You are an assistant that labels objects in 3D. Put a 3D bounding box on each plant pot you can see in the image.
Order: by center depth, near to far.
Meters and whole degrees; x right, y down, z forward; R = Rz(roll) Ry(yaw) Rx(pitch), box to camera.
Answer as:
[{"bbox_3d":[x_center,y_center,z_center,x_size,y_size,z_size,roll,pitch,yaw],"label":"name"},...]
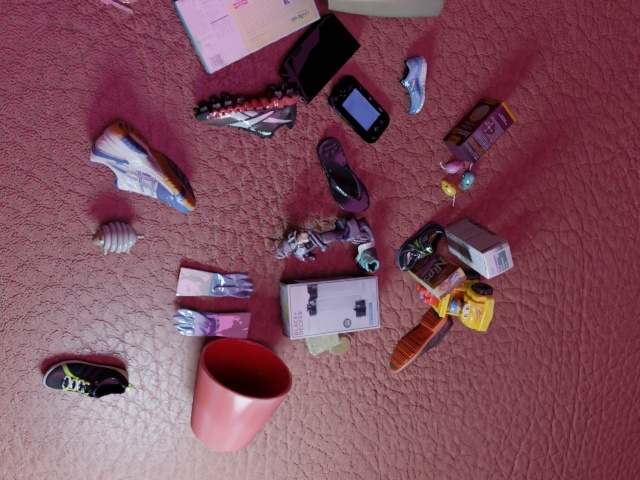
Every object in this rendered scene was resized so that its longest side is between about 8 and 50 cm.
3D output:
[{"bbox_3d":[0.143,-0.665,1.574,0.274,0.256,0.256,-11,114,-1],"label":"plant pot"},{"bbox_3d":[-0.251,0.459,1.845,0.275,0.275,0.243,13,114,-25],"label":"plant pot"}]

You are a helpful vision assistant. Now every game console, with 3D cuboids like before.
[{"bbox_3d":[0.066,-0.422,1.734,0.213,0.044,0.361,-48,120,2],"label":"game console"}]

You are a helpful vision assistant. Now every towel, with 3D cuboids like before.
[{"bbox_3d":[-0.003,0.277,1.977,0.110,0.027,0.148,-22,105,-10],"label":"towel"}]

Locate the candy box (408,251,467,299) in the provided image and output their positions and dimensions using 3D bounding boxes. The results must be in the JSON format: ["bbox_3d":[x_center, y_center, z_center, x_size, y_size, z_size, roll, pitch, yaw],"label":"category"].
[{"bbox_3d":[0.357,0.099,1.969,0.109,0.187,0.053,-40,119,-3],"label":"candy box"}]

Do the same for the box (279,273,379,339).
[{"bbox_3d":[0.028,0.196,1.912,0.290,0.087,0.169,-3,94,-20],"label":"box"}]

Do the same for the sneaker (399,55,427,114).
[{"bbox_3d":[0.260,-0.440,1.804,0.073,0.063,0.162,-1,107,-2],"label":"sneaker"}]

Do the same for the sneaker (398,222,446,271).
[{"bbox_3d":[0.316,0.022,1.985,0.188,0.078,0.067,-45,119,1],"label":"sneaker"}]

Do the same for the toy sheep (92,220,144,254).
[{"bbox_3d":[-0.524,-0.007,1.644,0.132,0.091,0.091,-8,113,-34],"label":"toy sheep"}]

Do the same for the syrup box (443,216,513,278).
[{"bbox_3d":[0.485,0.019,1.960,0.096,0.237,0.093,-26,117,-10],"label":"syrup box"}]

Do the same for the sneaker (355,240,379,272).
[{"bbox_3d":[0.144,0.068,1.905,0.065,0.076,0.166,-18,154,-4],"label":"sneaker"}]

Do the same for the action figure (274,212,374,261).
[{"bbox_3d":[0.000,0.000,1.808,0.285,0.185,0.099,-18,90,-19],"label":"action figure"}]

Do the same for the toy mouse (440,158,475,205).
[{"bbox_3d":[0.437,-0.204,1.971,0.143,0.031,0.161,-40,119,-3],"label":"toy mouse"}]

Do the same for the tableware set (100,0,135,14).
[{"bbox_3d":[-0.493,-0.612,1.442,0.194,0.039,0.128,19,102,-26],"label":"tableware set"}]

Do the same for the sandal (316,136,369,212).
[{"bbox_3d":[0.065,-0.175,1.823,0.097,0.054,0.254,-36,119,-5],"label":"sandal"}]

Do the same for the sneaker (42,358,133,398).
[{"bbox_3d":[-0.637,0.385,1.743,0.235,0.097,0.084,5,108,-23],"label":"sneaker"}]

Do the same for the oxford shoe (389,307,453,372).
[{"bbox_3d":[0.343,0.348,2.117,0.271,0.097,0.098,-46,125,0],"label":"oxford shoe"}]

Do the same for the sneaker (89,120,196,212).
[{"bbox_3d":[-0.449,-0.165,1.614,0.131,0.111,0.296,-35,118,15],"label":"sneaker"}]

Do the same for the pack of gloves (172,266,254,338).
[{"bbox_3d":[-0.311,0.179,1.834,0.232,0.046,0.194,8,96,-27],"label":"pack of gloves"}]

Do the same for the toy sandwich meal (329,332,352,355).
[{"bbox_3d":[0.061,0.329,2.035,0.086,0.029,0.085,-7,114,-16],"label":"toy sandwich meal"}]

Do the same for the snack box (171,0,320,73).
[{"bbox_3d":[-0.178,-0.571,1.569,0.322,0.060,0.187,-29,118,-9],"label":"snack box"}]

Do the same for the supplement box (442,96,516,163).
[{"bbox_3d":[0.473,-0.330,1.895,0.188,0.104,0.081,-46,118,1],"label":"supplement box"}]

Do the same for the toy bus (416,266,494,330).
[{"bbox_3d":[0.418,0.182,2.016,0.212,0.220,0.149,3,114,-16],"label":"toy bus"}]

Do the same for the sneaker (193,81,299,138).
[{"bbox_3d":[-0.185,-0.320,1.644,0.276,0.097,0.135,-12,123,-10],"label":"sneaker"}]
